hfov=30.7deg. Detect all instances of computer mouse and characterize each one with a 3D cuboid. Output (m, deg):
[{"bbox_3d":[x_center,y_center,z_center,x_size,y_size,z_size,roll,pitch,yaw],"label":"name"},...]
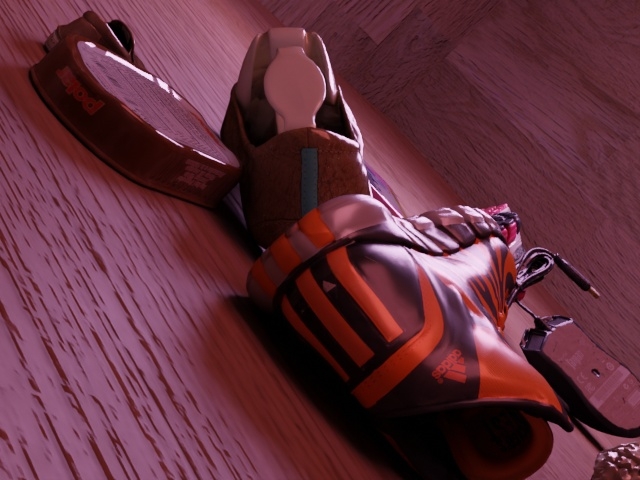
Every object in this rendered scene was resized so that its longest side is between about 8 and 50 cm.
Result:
[{"bbox_3d":[0.318,0.130,1.468,0.262,0.060,0.184,41,49,8],"label":"computer mouse"}]

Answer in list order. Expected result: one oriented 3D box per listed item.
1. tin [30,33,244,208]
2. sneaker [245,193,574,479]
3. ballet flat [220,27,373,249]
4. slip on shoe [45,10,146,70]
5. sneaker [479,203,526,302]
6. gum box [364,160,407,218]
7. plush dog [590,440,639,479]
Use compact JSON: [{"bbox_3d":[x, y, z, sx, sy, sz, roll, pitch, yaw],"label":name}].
[{"bbox_3d":[-0.111,-0.074,0.747,0.106,0.040,0.189,52,11,17],"label":"tin"},{"bbox_3d":[0.084,0.076,0.750,0.180,0.124,0.321,52,22,18],"label":"sneaker"},{"bbox_3d":[-0.023,-0.093,0.897,0.342,0.116,0.124,-101,-173,-67],"label":"ballet flat"},{"bbox_3d":[-0.147,-0.134,0.823,0.051,0.041,0.135,47,9,11],"label":"slip on shoe"},{"bbox_3d":[0.228,0.018,1.659,0.299,0.120,0.112,-66,140,-81],"label":"sneaker"},{"bbox_3d":[0.024,-0.043,1.095,0.107,0.062,0.188,45,8,-14],"label":"gum box"},{"bbox_3d":[0.360,0.268,0.944,0.262,0.210,0.225,28,45,-56],"label":"plush dog"}]
